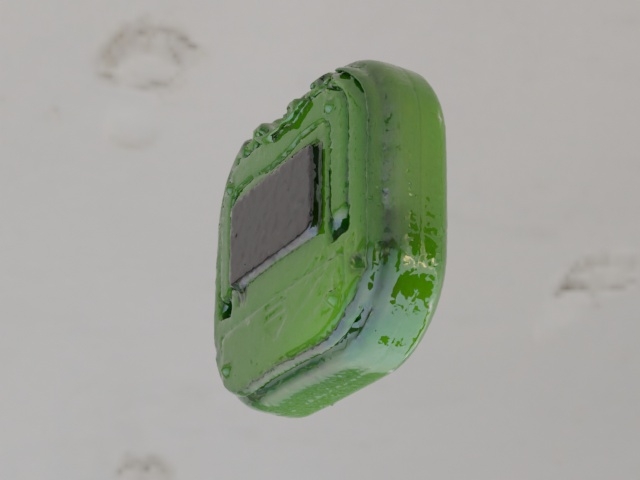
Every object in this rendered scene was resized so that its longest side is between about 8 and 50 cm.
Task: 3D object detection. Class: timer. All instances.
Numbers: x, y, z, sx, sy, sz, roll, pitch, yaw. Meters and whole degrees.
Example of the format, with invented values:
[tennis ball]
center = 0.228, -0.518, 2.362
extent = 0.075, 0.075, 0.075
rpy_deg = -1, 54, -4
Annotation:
[timer]
center = 0.000, 0.000, 0.774
extent = 0.047, 0.128, 0.140
rpy_deg = 13, 155, -27
